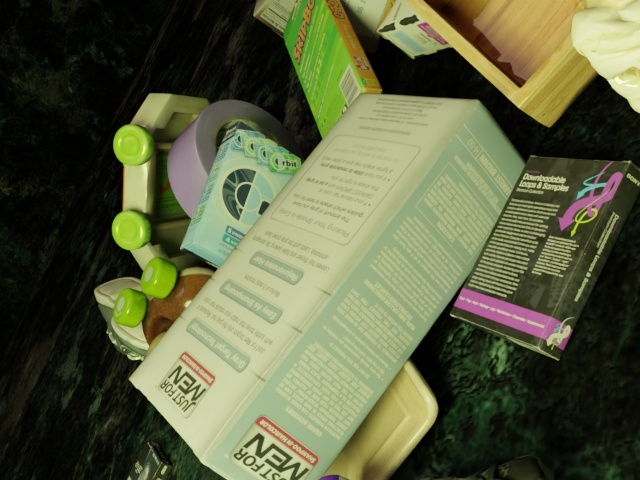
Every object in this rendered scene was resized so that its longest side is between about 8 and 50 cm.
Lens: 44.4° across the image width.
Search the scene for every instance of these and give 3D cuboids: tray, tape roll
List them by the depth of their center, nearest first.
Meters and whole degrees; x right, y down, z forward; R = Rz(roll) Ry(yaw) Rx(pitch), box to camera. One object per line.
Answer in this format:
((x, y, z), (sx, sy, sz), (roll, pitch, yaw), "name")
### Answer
((0.272, -0.325, 0.700), (0.411, 0.076, 0.203), (-50, 53, 21), "tray")
((-0.114, -0.099, 1.108), (0.080, 0.189, 0.189), (-33, 36, 42), "tape roll")

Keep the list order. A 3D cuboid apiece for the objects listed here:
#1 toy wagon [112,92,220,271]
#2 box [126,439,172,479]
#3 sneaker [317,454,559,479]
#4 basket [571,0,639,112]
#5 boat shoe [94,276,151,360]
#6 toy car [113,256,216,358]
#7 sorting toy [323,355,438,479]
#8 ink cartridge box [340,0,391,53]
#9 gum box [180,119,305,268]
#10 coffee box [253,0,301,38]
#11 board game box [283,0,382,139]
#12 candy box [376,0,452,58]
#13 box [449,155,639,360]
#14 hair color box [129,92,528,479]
((-0.221, -0.046, 1.195), (0.068, 0.267, 0.344), (7, 98, 21), "toy wagon")
((-0.238, 0.323, 1.086), (0.067, 0.018, 0.083), (-61, 26, -3), "box")
((0.100, 0.204, 0.524), (0.146, 0.102, 0.293), (-59, 30, -7), "sneaker")
((0.329, -0.133, 0.260), (0.331, 0.266, 0.328), (9, 70, 61), "basket")
((-0.304, 0.148, 1.340), (0.319, 0.116, 0.099), (23, 127, 58), "boat shoe")
((-0.176, 0.142, 1.027), (0.149, 0.155, 0.188), (-42, 40, 33), "toy car")
((0.026, 0.179, 0.747), (0.208, 0.038, 0.193), (-58, 25, 13), "sorting toy")
((0.073, -0.428, 1.146), (0.193, 0.088, 0.234), (-90, 17, -48), "ink cartridge box")
((-0.077, -0.037, 1.013), (0.041, 0.157, 0.184), (-22, 44, 51), "gum box")
((0.022, -0.496, 1.358), (0.297, 0.119, 0.168), (-36, 35, 39), "coffee box")
((0.009, -0.252, 1.091), (0.124, 0.039, 0.259), (-61, 41, 45), "board game box")
((0.182, -0.320, 0.939), (0.233, 0.071, 0.159), (3, 66, 62), "candy box")
((0.184, 0.007, 0.644), (0.162, 0.029, 0.116), (-63, 27, -4), "box")
((0.009, 0.038, 0.727), (0.374, 0.113, 0.185), (-51, 31, -11), "hair color box")
